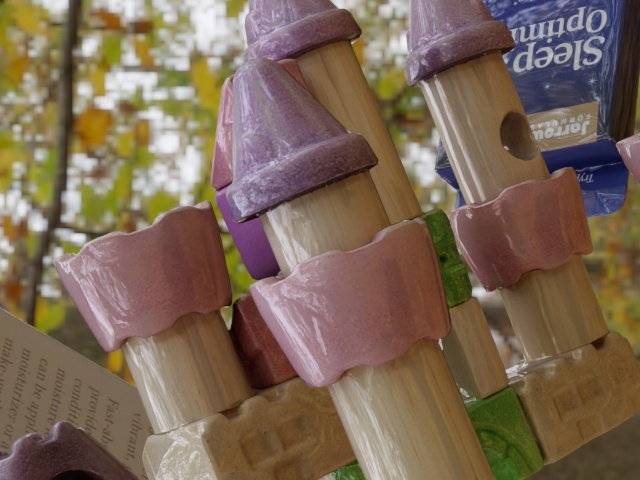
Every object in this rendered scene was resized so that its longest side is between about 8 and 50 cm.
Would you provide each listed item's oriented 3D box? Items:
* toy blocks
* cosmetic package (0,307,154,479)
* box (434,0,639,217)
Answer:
[{"bbox_3d":[0.000,0.000,0.753,0.288,0.309,0.260,-22,-92,-42],"label":"toy blocks"},{"bbox_3d":[-0.162,0.194,0.926,0.453,0.161,0.230,34,-141,-26],"label":"cosmetic package"},{"bbox_3d":[0.152,-0.115,1.183,0.036,0.136,0.225,37,-126,-45],"label":"box"}]
